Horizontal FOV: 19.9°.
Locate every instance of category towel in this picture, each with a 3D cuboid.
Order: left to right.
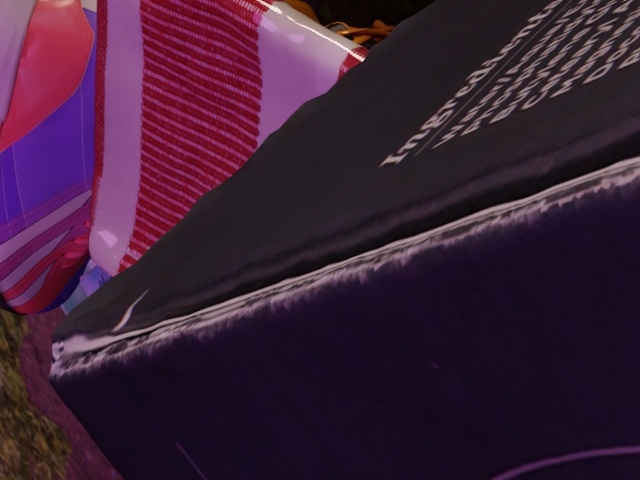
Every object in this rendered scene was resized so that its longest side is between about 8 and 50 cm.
[{"bbox_3d":[0.000,0.000,0.916,0.329,0.037,0.237,34,137,26],"label":"towel"}]

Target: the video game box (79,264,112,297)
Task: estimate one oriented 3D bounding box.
[{"bbox_3d":[-0.053,0.076,1.103,0.187,0.048,0.205,-35,80,53],"label":"video game box"}]

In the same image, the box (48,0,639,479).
[{"bbox_3d":[0.257,0.095,0.445,0.480,0.297,0.472,54,146,-11],"label":"box"}]

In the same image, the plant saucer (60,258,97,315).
[{"bbox_3d":[-0.107,-0.020,1.200,0.317,0.044,0.317,30,132,41],"label":"plant saucer"}]

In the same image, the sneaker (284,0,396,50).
[{"bbox_3d":[0.027,-0.074,0.952,0.215,0.084,0.083,18,111,44],"label":"sneaker"}]

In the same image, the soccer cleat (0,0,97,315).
[{"bbox_3d":[-0.149,-0.042,1.126,0.116,0.108,0.318,16,144,3],"label":"soccer cleat"}]
